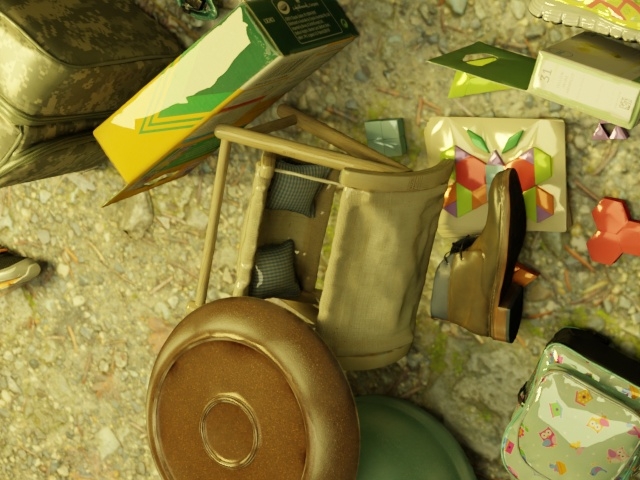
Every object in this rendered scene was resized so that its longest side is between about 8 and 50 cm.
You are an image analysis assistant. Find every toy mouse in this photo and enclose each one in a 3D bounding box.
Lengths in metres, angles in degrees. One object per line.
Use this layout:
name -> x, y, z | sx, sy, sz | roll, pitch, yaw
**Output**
toy mouse -> -0.147, -0.334, 1.827 | 0.143, 0.031, 0.161 | -8, 100, 28

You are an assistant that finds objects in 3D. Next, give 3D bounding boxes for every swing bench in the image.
swing bench -> 0.000, 0.000, 1.756 | 0.255, 0.165, 0.253 | 22, 115, 25

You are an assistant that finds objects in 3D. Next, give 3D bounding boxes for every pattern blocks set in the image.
pattern blocks set -> 0.211, -0.074, 1.725 | 0.325, 0.026, 0.285 | -13, 98, 30

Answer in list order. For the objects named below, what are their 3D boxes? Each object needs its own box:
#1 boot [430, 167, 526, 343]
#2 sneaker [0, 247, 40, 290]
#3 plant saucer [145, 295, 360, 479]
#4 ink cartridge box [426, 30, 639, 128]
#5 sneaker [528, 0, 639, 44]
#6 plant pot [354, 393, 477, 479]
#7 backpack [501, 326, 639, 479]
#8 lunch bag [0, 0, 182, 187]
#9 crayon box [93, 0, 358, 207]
boot -> 0.179, 0.015, 1.706 | 0.106, 0.082, 0.219 | 9, 115, 22
sneaker -> -0.493, 0.028, 2.079 | 0.215, 0.084, 0.083 | 2, 100, 27
plant saucer -> -0.096, 0.223, 1.725 | 0.311, 0.050, 0.310 | 5, 99, 33
ink cartridge box -> 0.256, -0.192, 1.584 | 0.235, 0.171, 0.056 | 24, 113, 20
sneaker -> 0.328, -0.267, 1.579 | 0.208, 0.081, 0.094 | 17, 109, 22
plant pot -> 0.027, 0.347, 1.804 | 0.293, 0.196, 0.293 | 2, 93, 33
backpack -> 0.301, 0.220, 1.699 | 0.166, 0.144, 0.188 | 28, 118, 11
lunch bag -> -0.352, -0.185, 1.824 | 0.212, 0.305, 0.256 | 42, 115, 13
crayon box -> -0.131, -0.175, 1.765 | 0.323, 0.203, 0.083 | -37, 86, 30
